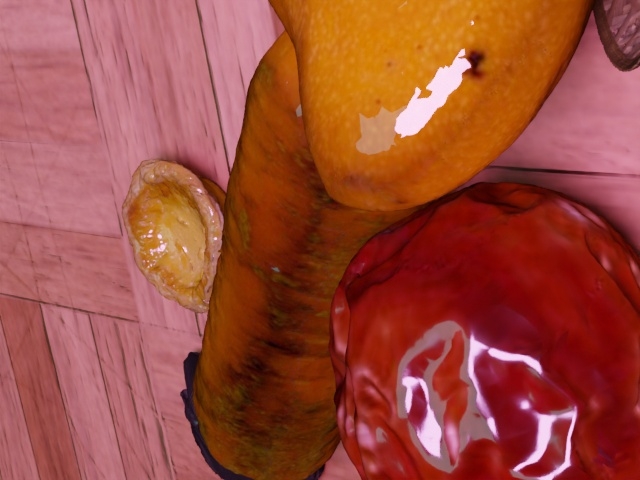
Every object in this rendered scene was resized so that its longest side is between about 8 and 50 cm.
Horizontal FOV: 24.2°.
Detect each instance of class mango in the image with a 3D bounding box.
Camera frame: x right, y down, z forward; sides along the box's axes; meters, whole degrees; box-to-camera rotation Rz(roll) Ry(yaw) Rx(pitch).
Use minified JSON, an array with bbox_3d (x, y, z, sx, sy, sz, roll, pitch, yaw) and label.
[{"bbox_3d":[0.037,-0.161,0.649,0.177,0.120,0.295,-15,83,22],"label":"mango"}]

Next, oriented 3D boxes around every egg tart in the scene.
[{"bbox_3d":[-0.083,-0.006,0.950,0.105,0.039,0.105,24,125,40],"label":"egg tart"}]

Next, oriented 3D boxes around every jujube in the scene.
[{"bbox_3d":[0.106,0.094,0.698,0.250,0.174,0.174,54,140,-2],"label":"jujube"}]

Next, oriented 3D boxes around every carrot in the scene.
[{"bbox_3d":[0.000,0.000,0.808,0.114,0.114,0.302,43,138,26],"label":"carrot"}]

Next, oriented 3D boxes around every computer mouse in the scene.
[{"bbox_3d":[-0.055,0.124,0.978,0.135,0.047,0.079,32,129,37],"label":"computer mouse"}]

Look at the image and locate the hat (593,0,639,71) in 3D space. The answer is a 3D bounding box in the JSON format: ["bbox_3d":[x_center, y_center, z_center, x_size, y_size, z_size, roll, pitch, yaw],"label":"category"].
[{"bbox_3d":[0.158,-0.140,0.605,0.146,0.067,0.146,-179,90,-86],"label":"hat"}]
